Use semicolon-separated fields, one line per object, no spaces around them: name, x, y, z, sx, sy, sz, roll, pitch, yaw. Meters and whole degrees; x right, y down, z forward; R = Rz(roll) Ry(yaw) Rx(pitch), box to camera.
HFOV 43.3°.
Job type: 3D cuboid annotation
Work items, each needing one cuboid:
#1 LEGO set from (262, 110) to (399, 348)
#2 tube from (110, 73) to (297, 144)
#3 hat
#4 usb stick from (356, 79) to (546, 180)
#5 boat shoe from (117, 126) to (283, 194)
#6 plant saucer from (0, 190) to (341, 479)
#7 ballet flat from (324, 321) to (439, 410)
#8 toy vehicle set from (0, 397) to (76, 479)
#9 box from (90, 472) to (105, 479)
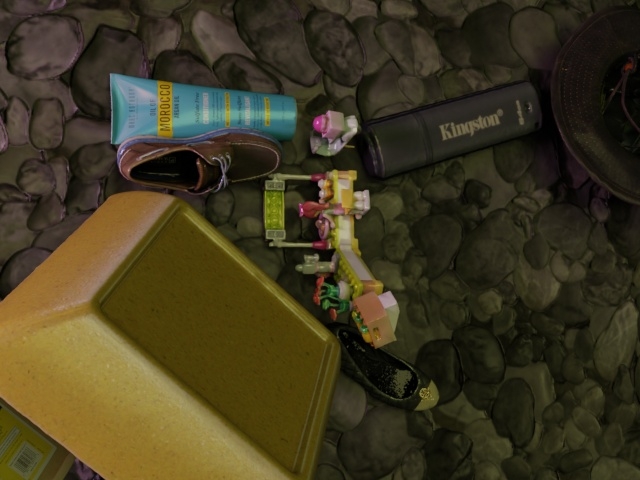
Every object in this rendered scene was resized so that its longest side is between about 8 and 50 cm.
LEGO set;0.000;0.000;0.897;0.107;0.132;0.287;2;59;-17
tube;-0.132;-0.144;0.914;0.207;0.052;0.080;0;75;-16
hat;0.453;-0.155;1.102;0.331;0.134;0.331;2;70;-6
usb stick;0.172;-0.145;1.034;0.278;0.045;0.077;-18;89;-24
boat shoe;-0.126;-0.079;0.880;0.183;0.066;0.066;-6;121;-13
plant saucer;-0.104;0.102;0.754;0.333;0.333;0.081;43;113;-11
ballet flat;0.070;0.153;0.947;0.173;0.049;0.057;32;73;-15
toy vehicle set;-0.299;0.171;0.698;0.166;0.267;0.035;43;107;-10
box;-0.111;0.304;0.791;0.247;0.163;0.142;44;73;-10
